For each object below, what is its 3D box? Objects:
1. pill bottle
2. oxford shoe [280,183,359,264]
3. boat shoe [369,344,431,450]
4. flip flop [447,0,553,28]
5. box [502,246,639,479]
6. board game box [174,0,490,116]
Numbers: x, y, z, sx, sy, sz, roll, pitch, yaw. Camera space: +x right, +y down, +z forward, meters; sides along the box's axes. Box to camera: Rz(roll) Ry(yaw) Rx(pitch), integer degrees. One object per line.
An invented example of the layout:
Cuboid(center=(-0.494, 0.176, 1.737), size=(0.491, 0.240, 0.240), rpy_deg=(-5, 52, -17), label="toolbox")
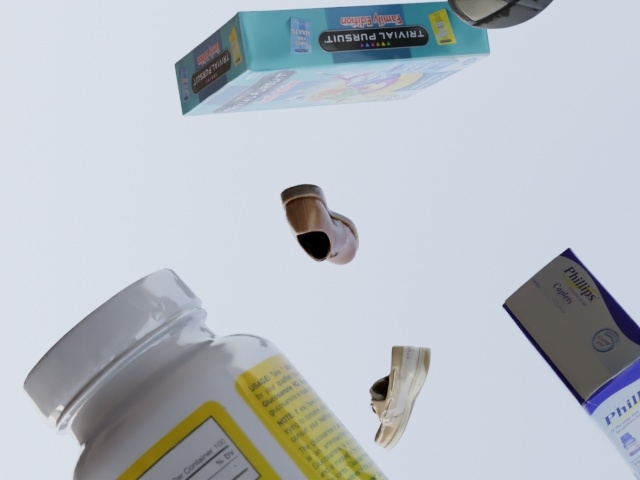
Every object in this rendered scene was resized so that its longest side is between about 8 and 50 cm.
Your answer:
Cuboid(center=(-0.056, 0.190, 1.218), size=(0.334, 0.188, 0.188), rpy_deg=(50, -62, 9), label="pill bottle")
Cuboid(center=(0.000, 0.000, 2.223), size=(0.076, 0.212, 0.076), rpy_deg=(-17, -114, 15), label="oxford shoe")
Cuboid(center=(0.091, 0.195, 2.164), size=(0.063, 0.059, 0.170), rpy_deg=(-80, -173, -55), label="boat shoe")
Cuboid(center=(0.258, -0.364, 2.036), size=(0.277, 0.112, 0.080), rpy_deg=(-51, -158, -3), label="flip flop")
Cuboid(center=(0.218, 0.097, 1.302), size=(0.072, 0.137, 0.126), rpy_deg=(-38, -135, 2), label="box")
Cuboid(center=(0.011, -0.235, 2.213), size=(0.254, 0.336, 0.079), rpy_deg=(158, -76, -66), label="board game box")
